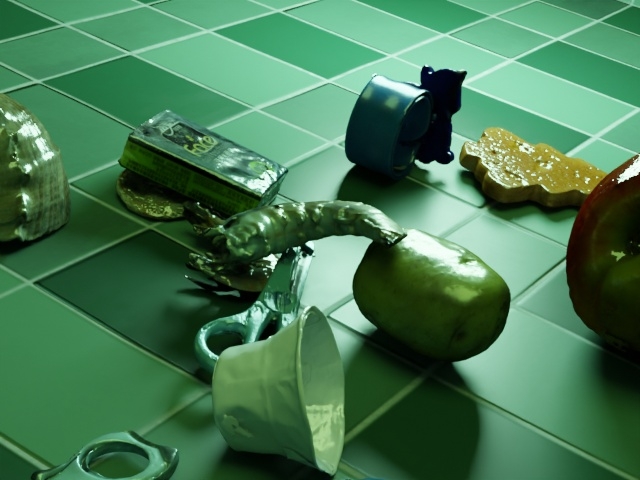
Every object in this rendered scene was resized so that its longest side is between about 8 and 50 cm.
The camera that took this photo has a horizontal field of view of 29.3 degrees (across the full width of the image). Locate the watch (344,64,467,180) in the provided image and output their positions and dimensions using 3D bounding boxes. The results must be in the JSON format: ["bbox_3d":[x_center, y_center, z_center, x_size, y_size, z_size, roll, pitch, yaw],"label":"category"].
[{"bbox_3d":[0.139,-0.209,2.159,0.171,0.196,0.200,14,20,26],"label":"watch"}]

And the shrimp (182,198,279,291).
[{"bbox_3d":[-0.152,0.015,1.791,0.219,0.046,0.152,39,34,26],"label":"shrimp"}]

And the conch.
[{"bbox_3d":[-0.496,-0.130,1.797,0.297,0.210,0.352,35,36,11],"label":"conch"}]

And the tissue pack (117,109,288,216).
[{"bbox_3d":[-0.182,-0.119,1.962,0.235,0.073,0.173,26,23,6],"label":"tissue pack"}]

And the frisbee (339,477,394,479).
[{"bbox_3d":[0.077,0.329,1.319,0.242,0.045,0.242,8,27,-4],"label":"frisbee"}]

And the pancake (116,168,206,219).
[{"bbox_3d":[-0.253,-0.075,1.949,0.151,0.025,0.152,12,30,-7],"label":"pancake"}]

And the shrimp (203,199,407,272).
[{"bbox_3d":[-0.002,-0.011,1.723,0.287,0.068,0.185,3,21,23],"label":"shrimp"}]

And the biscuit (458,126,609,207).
[{"bbox_3d":[0.402,-0.118,2.233,0.306,0.043,0.284,14,28,1],"label":"biscuit"}]

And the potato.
[{"bbox_3d":[0.151,0.075,1.688,0.228,0.149,0.197,19,42,24],"label":"potato"}]

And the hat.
[{"bbox_3d":[-0.052,0.178,1.428,0.126,0.203,0.203,-5,25,15],"label":"hat"}]

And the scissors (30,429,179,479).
[{"bbox_3d":[-0.310,0.276,1.292,0.360,0.029,0.191,-2,32,-22],"label":"scissors"}]

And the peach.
[{"bbox_3d":[0.523,0.012,1.747,0.290,0.373,0.372,28,33,35],"label":"peach"}]

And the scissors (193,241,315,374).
[{"bbox_3d":[-0.053,0.096,1.666,0.180,0.032,0.393,23,31,-2],"label":"scissors"}]
